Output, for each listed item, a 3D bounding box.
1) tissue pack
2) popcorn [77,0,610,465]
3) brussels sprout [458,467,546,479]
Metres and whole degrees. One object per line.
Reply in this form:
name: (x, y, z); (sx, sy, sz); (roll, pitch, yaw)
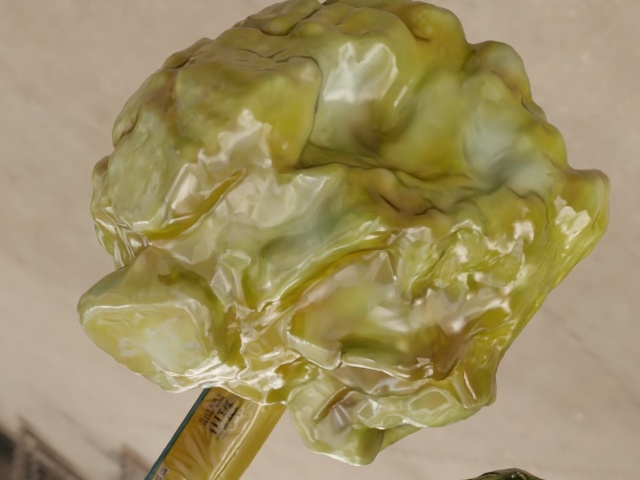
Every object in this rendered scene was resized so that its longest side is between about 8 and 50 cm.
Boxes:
tissue pack: (-0.116, 0.231, 2.213); (0.082, 0.169, 0.120); (36, -173, 14)
popcorn: (0.005, -0.010, 1.335); (0.334, 0.294, 0.292); (31, 149, -9)
brussels sprout: (0.162, 0.324, 1.478); (0.227, 0.294, 0.259); (13, 167, -33)
